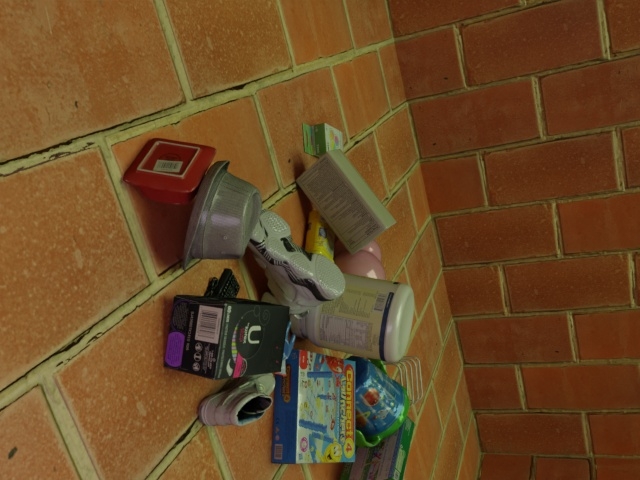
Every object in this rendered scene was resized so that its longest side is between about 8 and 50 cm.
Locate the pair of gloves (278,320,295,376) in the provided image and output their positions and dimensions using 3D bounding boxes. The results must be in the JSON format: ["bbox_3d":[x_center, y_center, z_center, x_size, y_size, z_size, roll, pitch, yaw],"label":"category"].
[{"bbox_3d":[-0.143,0.274,1.610,0.198,0.023,0.159,21,65,-42],"label":"pair of gloves"}]

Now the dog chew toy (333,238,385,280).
[{"bbox_3d":[0.124,0.070,2.125,0.331,0.207,0.206,-85,154,-44],"label":"dog chew toy"}]

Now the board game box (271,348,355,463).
[{"bbox_3d":[-0.011,0.490,1.783,0.302,0.086,0.308,24,61,-51],"label":"board game box"}]

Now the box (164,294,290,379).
[{"bbox_3d":[-0.202,0.216,1.384,0.270,0.144,0.165,14,83,-62],"label":"box"}]

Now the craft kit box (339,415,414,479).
[{"bbox_3d":[0.181,0.716,2.003,0.061,0.247,0.249,49,36,-17],"label":"craft kit box"}]

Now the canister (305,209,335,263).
[{"bbox_3d":[0.000,0.000,2.008,0.126,0.074,0.169,46,42,-50],"label":"canister"}]

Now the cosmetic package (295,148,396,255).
[{"bbox_3d":[0.082,-0.127,1.967,0.309,0.160,0.113,54,26,4],"label":"cosmetic package"}]

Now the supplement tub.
[{"bbox_3d":[0.096,0.218,1.806,0.235,0.325,0.235,9,90,-71],"label":"supplement tub"}]

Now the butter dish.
[{"bbox_3d":[-0.315,-0.131,1.308,0.118,0.160,0.159,92,12,-45],"label":"butter dish"}]

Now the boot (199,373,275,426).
[{"bbox_3d":[-0.159,0.381,1.455,0.258,0.124,0.095,-19,104,-56],"label":"boot"}]

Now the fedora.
[{"bbox_3d":[-0.207,-0.041,1.343,0.243,0.125,0.275,-73,-178,-48],"label":"fedora"}]

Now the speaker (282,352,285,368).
[{"bbox_3d":[-0.123,0.288,1.682,0.055,0.055,0.136,24,62,-62],"label":"speaker"}]

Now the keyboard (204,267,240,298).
[{"bbox_3d":[-0.247,0.146,1.494,0.180,0.023,0.108,-71,144,-46],"label":"keyboard"}]

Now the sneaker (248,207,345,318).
[{"bbox_3d":[-0.128,0.072,1.649,0.366,0.210,0.137,38,38,-9],"label":"sneaker"}]

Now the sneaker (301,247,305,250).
[{"bbox_3d":[-0.056,0.069,1.886,0.047,0.057,0.119,57,34,-40],"label":"sneaker"}]

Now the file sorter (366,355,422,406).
[{"bbox_3d":[0.270,0.546,2.326,0.278,0.173,0.192,9,76,-65],"label":"file sorter"}]

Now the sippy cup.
[{"bbox_3d":[0.143,0.509,2.028,0.224,0.240,0.305,53,-1,-30],"label":"sippy cup"}]

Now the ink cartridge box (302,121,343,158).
[{"bbox_3d":[0.013,-0.346,2.143,0.209,0.062,0.108,9,76,-64],"label":"ink cartridge box"}]
